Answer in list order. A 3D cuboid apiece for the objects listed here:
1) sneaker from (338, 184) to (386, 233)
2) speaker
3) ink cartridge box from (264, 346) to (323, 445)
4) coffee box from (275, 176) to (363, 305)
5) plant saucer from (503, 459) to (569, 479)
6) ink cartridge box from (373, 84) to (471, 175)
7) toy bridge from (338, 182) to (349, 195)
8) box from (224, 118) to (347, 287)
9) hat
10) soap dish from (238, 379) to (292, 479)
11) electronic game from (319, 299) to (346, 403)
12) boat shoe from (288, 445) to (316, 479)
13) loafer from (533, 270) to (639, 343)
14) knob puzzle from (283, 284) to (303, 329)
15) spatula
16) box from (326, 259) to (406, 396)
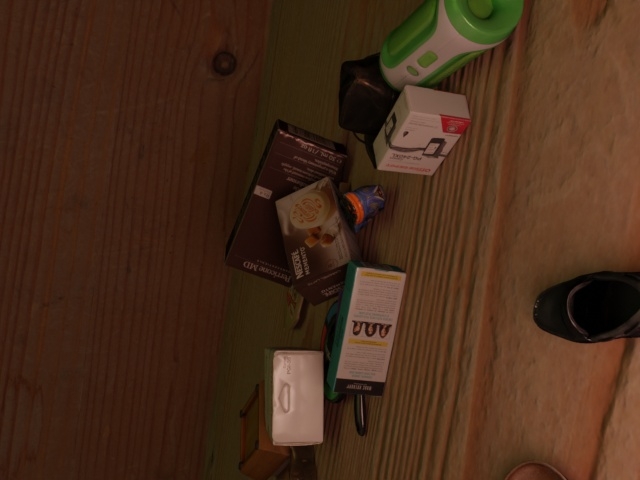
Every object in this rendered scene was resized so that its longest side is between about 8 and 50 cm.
[{"bbox_3d":[0.093,-0.069,1.443,0.221,0.087,0.083,147,98,-87],"label":"sneaker"},{"bbox_3d":[0.194,-0.324,1.091,0.296,0.131,0.131,165,112,-74],"label":"speaker"},{"bbox_3d":[-0.068,0.360,1.635,0.283,0.117,0.208,143,128,-79],"label":"ink cartridge box"},{"bbox_3d":[0.000,0.000,1.511,0.098,0.141,0.247,49,-158,-49],"label":"coffee box"},{"bbox_3d":[0.247,0.340,0.741,0.198,0.036,0.199,-173,90,-75],"label":"plant saucer"},{"bbox_3d":[0.165,-0.179,1.152,0.150,0.109,0.063,118,151,-53],"label":"ink cartridge box"},{"bbox_3d":[0.034,-0.094,1.748,0.188,0.026,0.063,147,129,-72],"label":"toy bridge"},{"bbox_3d":[-0.095,-0.094,1.766,0.143,0.191,0.382,-100,31,-68],"label":"box"},{"bbox_3d":[0.102,-0.304,1.406,0.331,0.133,0.332,-171,90,-75],"label":"hat"},{"bbox_3d":[-0.148,0.530,1.938,0.291,0.118,0.229,120,153,-52],"label":"soap dish"},{"bbox_3d":[0.038,0.244,1.530,0.229,0.048,0.230,-173,90,-74],"label":"electronic game"},{"bbox_3d":[-0.045,0.557,1.663,0.178,0.064,0.060,-91,11,-51],"label":"boat shoe"},{"bbox_3d":[0.276,0.064,0.689,0.223,0.078,0.076,156,121,-72],"label":"loafer"},{"bbox_3d":[-0.072,0.173,1.997,0.213,0.029,0.213,-172,90,-74],"label":"knob puzzle"},{"bbox_3d":[0.065,0.242,1.390,0.084,0.030,0.297,150,113,-65],"label":"spatula"},{"bbox_3d":[0.085,0.166,1.298,0.060,0.100,0.245,-137,56,-73],"label":"box"}]
